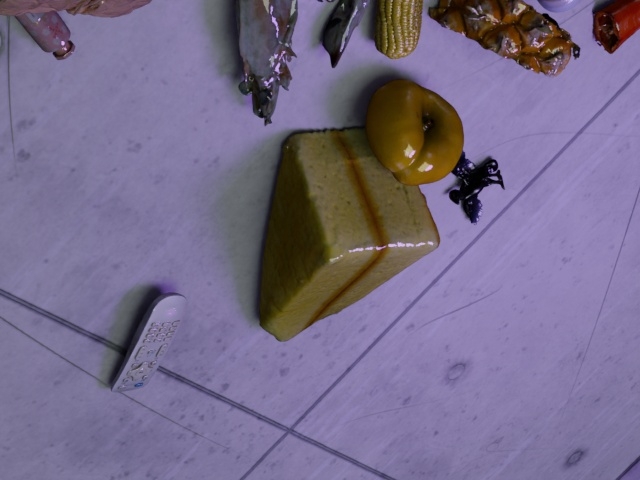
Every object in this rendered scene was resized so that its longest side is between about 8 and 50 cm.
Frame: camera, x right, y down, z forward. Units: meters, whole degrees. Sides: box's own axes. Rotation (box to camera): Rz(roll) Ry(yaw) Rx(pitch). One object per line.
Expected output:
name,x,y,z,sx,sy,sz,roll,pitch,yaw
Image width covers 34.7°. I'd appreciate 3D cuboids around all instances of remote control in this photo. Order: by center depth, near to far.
remote control,-0.290,0.168,1.713,0.073,0.044,0.229,-5,136,-45

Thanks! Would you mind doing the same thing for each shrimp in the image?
shrimp,-0.025,-0.327,1.472,0.247,0.085,0.360,-7,124,-40

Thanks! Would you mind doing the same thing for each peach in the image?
peach,0.149,-0.173,1.653,0.179,0.179,0.103,-1,164,-35

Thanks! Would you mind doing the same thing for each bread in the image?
bread,0.000,0.000,1.774,0.233,0.244,0.362,-9,159,-32

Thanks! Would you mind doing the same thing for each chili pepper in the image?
chili pepper,0.573,-0.409,1.841,0.169,0.065,0.088,-30,138,-17

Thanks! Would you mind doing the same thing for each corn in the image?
corn,0.120,-0.367,1.540,0.072,0.072,0.203,-18,132,-23

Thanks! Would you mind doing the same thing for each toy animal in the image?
toy animal,0.286,-0.105,1.897,0.108,0.062,0.220,-24,139,9

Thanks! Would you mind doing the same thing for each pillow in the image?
pillow,-0.280,-0.303,1.236,0.126,0.043,0.233,-18,178,43

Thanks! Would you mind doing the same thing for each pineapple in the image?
pineapple,0.297,-0.342,1.638,0.236,0.186,0.114,35,109,-3

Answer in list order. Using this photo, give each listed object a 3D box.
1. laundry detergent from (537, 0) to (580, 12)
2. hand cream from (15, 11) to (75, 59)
laundry detergent,0.327,-0.481,1.562,0.159,0.087,0.335,-13,146,24
hand cream,-0.369,-0.306,1.257,0.209,0.043,0.067,57,48,-48
